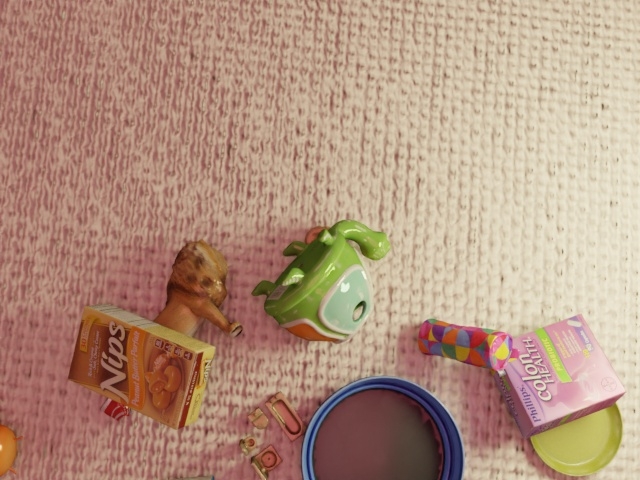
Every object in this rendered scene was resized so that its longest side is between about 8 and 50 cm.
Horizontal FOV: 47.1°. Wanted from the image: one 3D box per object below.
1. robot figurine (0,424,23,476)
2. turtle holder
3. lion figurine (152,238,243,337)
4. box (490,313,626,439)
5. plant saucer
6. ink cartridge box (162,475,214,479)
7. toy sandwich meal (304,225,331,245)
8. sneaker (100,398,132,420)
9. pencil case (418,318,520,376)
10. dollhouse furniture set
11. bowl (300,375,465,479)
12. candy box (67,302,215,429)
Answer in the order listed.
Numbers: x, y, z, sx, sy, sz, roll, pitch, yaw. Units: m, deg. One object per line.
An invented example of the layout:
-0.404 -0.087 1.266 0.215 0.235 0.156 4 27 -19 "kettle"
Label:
-0.792 0.472 1.669 0.219 0.128 0.158 9 42 -3 "robot figurine"
0.016 0.101 1.760 0.227 0.243 0.320 45 41 -12 "turtle holder"
-0.339 0.202 1.744 0.240 0.142 0.392 41 84 10 "lion figurine"
0.560 0.325 1.767 0.243 0.117 0.213 -18 62 -6 "box"
0.629 0.459 1.824 0.241 0.037 0.241 1 81 -4 "plant saucer"
-0.308 0.673 1.698 0.134 0.078 0.231 -4 81 -6 "ink cartridge box"
0.000 0.000 1.856 0.085 0.029 0.086 0 92 -2 "toy sandwich meal"
-0.464 0.375 1.752 0.067 0.042 0.118 36 88 6 "sneaker"
0.346 0.248 1.748 0.104 0.236 0.104 -7 101 -43 "pencil case"
-0.112 0.459 1.724 0.151 0.123 0.144 -36 85 -9 "dollhouse furniture set"
0.144 0.520 1.752 0.391 0.077 0.391 1 82 -6 "bowl"
-0.408 0.279 1.661 0.316 0.087 0.183 18 97 21 "candy box"
